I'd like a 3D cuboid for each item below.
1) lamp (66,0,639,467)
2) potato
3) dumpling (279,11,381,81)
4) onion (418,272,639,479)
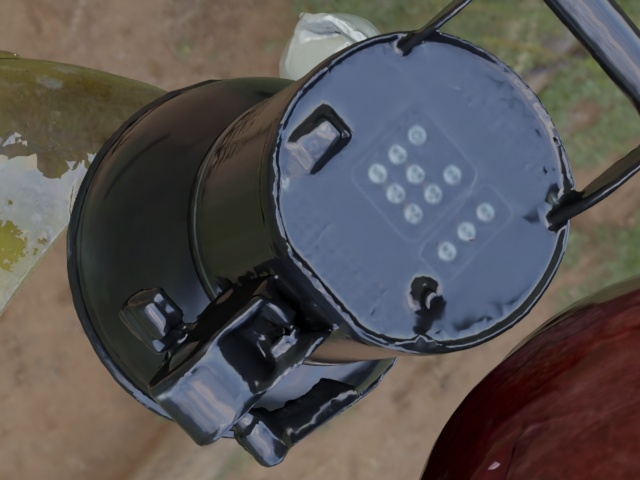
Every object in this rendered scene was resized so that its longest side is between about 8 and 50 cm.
[{"bbox_3d":[0.000,0.000,0.585,0.172,0.147,0.227,-43,-173,-17],"label":"lamp"},{"bbox_3d":[-0.190,-0.056,1.032,0.243,0.138,0.098,-56,-174,-38],"label":"potato"},{"bbox_3d":[0.031,-0.188,2.046,0.250,0.162,0.132,84,22,-58],"label":"dumpling"},{"bbox_3d":[0.199,0.124,0.472,0.285,0.347,0.347,-44,142,19],"label":"onion"}]
